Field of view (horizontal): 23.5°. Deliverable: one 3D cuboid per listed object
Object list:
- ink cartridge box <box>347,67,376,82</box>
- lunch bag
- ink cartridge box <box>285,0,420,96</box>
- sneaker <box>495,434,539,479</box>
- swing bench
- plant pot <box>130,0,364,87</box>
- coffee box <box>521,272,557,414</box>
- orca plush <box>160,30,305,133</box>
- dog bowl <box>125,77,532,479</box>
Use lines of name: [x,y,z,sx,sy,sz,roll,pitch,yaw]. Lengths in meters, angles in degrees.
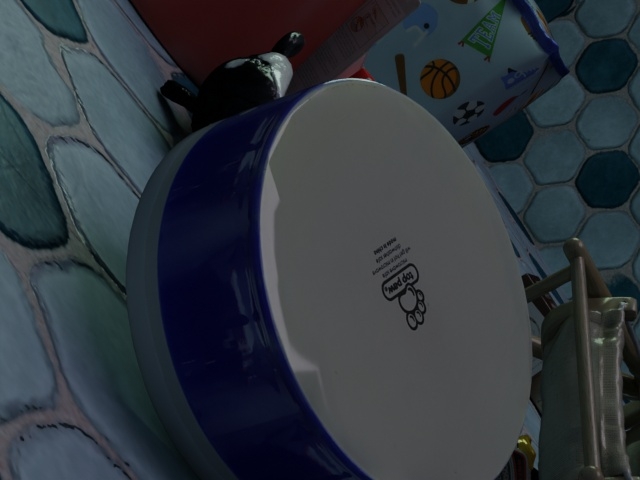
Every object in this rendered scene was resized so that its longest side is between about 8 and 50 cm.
ink cartridge box: [0.026,-0.086,1.591,0.078,0.134,0.231,48,13,-34]
lunch bag: [0.160,-0.235,2.129,0.239,0.328,0.385,62,13,10]
ink cartridge box: [-0.001,-0.241,1.685,0.056,0.225,0.181,25,32,-56]
sneaker: [0.220,0.281,1.462,0.225,0.093,0.088,53,11,-19]
swing bench: [0.240,0.184,1.338,0.255,0.165,0.253,36,40,-31]
plant pot: [-0.060,-0.303,1.566,0.275,0.243,0.275,53,10,-14]
coffee box: [0.344,0.178,2.303,0.246,0.098,0.141,58,10,11]
orca plush: [-0.084,-0.134,1.351,0.102,0.151,0.287,23,18,-3]
dog bowl: [0.013,0.040,0.930,0.265,0.104,0.264,24,58,-43]
